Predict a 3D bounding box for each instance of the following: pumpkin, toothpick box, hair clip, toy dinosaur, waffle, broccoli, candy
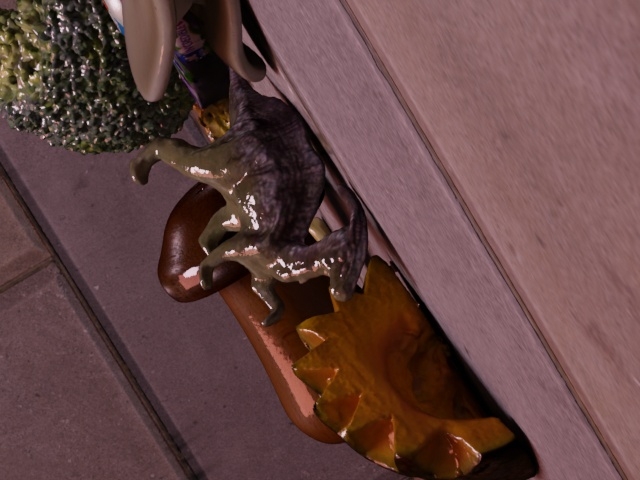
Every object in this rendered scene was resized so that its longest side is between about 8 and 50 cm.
[{"bbox_3d":[0.074,0.151,1.260,0.254,0.130,0.149,53,173,45],"label":"pumpkin"},{"bbox_3d":[-0.031,0.056,1.507,0.294,0.192,0.192,53,178,-18],"label":"toothpick box"},{"bbox_3d":[-0.135,-0.227,1.235,0.172,0.113,0.282,54,168,48],"label":"hair clip"},{"bbox_3d":[-0.057,-0.036,1.334,0.294,0.162,0.077,54,-164,27],"label":"toy dinosaur"},{"bbox_3d":[-0.110,-0.126,1.974,0.307,0.060,0.312,54,176,43],"label":"waffle"},{"bbox_3d":[-0.294,-0.244,1.774,0.375,0.249,0.302,115,131,-76],"label":"broccoli"},{"bbox_3d":[-0.140,-0.232,1.492,0.088,0.061,0.312,59,176,19],"label":"candy"}]

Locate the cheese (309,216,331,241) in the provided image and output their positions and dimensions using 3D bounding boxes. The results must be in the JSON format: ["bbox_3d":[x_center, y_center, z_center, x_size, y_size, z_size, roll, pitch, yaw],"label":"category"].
[{"bbox_3d":[0.000,0.000,1.760,0.044,0.030,0.083,37,168,8],"label":"cheese"}]

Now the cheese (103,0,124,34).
[{"bbox_3d":[-0.189,-0.239,1.361,0.145,0.038,0.095,61,174,-5],"label":"cheese"}]
